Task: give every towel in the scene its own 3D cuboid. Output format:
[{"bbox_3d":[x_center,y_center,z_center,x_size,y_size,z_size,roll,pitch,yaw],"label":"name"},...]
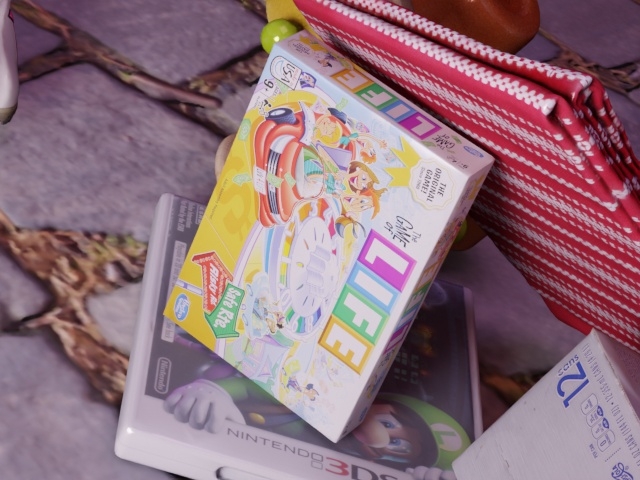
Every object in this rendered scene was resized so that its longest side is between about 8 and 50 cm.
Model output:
[{"bbox_3d":[0.111,-0.011,0.840,0.199,0.031,0.275,32,-11,50],"label":"towel"}]

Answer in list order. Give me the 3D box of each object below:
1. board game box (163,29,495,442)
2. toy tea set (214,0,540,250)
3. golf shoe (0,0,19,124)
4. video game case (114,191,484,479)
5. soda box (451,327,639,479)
[{"bbox_3d":[0.000,0.000,0.824,0.103,0.154,0.026,35,34,16],"label":"board game box"},{"bbox_3d":[0.033,-0.066,1.039,0.336,0.124,0.200,-12,75,-56],"label":"toy tea set"},{"bbox_3d":[-0.199,-0.135,0.995,0.067,0.086,0.186,3,39,-33],"label":"golf shoe"},{"bbox_3d":[-0.004,0.059,0.901,0.173,0.022,0.190,18,33,-11],"label":"video game case"},{"bbox_3d":[0.150,0.174,0.749,0.091,0.098,0.286,29,25,-34],"label":"soda box"}]
